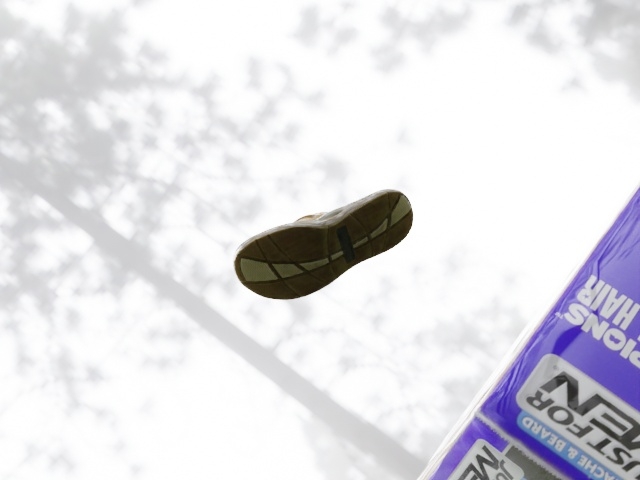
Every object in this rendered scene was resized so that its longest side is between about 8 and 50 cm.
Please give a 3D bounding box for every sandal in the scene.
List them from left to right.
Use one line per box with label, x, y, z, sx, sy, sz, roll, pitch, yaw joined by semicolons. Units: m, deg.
sandal;0.000;0.000;1.598;0.180;0.049;0.072;-24;-64;-22

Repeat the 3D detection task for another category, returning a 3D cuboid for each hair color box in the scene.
hair color box;0.158;0.056;0.886;0.339;0.110;0.185;-50;-8;-41
